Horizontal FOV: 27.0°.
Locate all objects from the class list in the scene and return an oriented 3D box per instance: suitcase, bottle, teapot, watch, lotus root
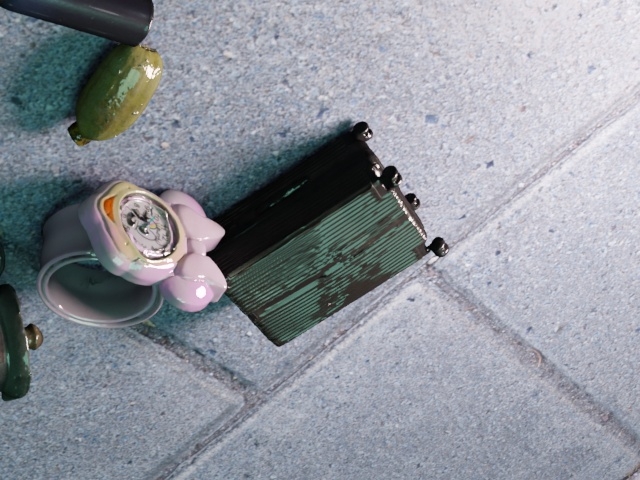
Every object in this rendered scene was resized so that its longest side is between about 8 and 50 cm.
[{"bbox_3d":[0.000,0.000,2.132,0.335,0.152,0.229,-33,135,6],"label":"suitcase"},{"bbox_3d":[-0.340,-0.315,1.732,0.244,0.072,0.082,13,147,-35],"label":"bottle"},{"bbox_3d":[-0.558,0.128,1.989,0.285,0.305,0.223,-7,170,-30],"label":"teapot"},{"bbox_3d":[-0.298,0.029,2.016,0.248,0.211,0.217,26,133,-32],"label":"watch"},{"bbox_3d":[-0.288,-0.198,1.861,0.090,0.077,0.183,24,116,-40],"label":"lotus root"}]
